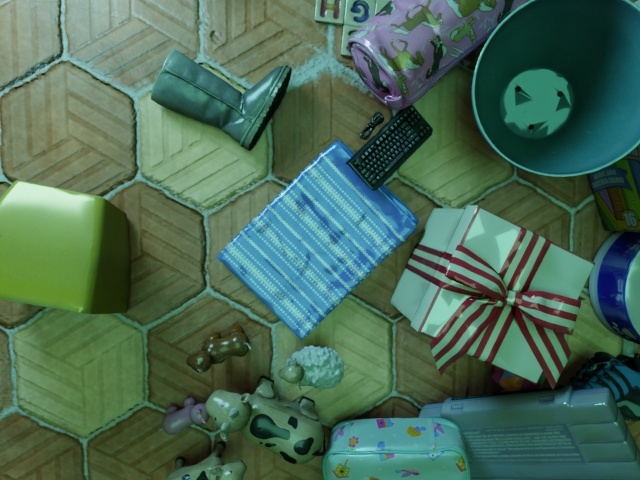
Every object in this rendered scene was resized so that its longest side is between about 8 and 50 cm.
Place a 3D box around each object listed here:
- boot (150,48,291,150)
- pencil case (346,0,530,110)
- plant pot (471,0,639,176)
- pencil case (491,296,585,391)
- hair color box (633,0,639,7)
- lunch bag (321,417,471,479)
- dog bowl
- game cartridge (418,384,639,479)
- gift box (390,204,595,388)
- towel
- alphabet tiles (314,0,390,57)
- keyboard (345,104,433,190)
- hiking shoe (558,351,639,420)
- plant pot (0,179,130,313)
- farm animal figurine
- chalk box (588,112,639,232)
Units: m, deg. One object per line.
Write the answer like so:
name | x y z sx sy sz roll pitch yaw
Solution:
boot | -0.181 -0.289 0.860 0.208 0.076 0.190 32 89 0
pencil case | 0.231 -0.400 0.828 0.386 0.167 0.160 -38 129 -1
plant pot | 0.410 -0.259 0.828 0.290 0.195 0.290 1 97 11
pencil case | 0.435 0.200 0.930 0.104 0.104 0.236 25 93 -6
hair color box | 0.664 -0.444 0.922 0.167 0.053 0.093 -30 97 -1
lunch bag | 0.144 0.460 0.892 0.279 0.108 0.224 -7 107 12
dog bowl | 0.699 0.090 0.939 0.264 0.104 0.265 0 94 -5
game cartridge | 0.381 0.386 0.855 0.355 0.068 0.230 -23 94 40
gift box | 0.292 0.105 0.829 0.255 0.258 0.276 20 91 -5
towel | 0.000 0.000 0.906 0.336 0.040 0.243 -44 96 0
alphabet tiles | 0.141 -0.519 0.893 0.285 0.011 0.343 6 94 -6
keyboard | 0.127 -0.191 0.892 0.108 0.023 0.180 46 77 -3
hiking shoe | 0.538 0.288 0.923 0.304 0.113 0.132 8 77 -30
plant pot | -0.443 0.015 0.796 0.212 0.212 0.187 12 81 -5
farm animal figurine | -0.138 0.341 0.852 0.326 0.172 0.330 11 93 -6
chalk box | 0.632 -0.177 0.878 0.180 0.179 0.289 -20 95 -2
